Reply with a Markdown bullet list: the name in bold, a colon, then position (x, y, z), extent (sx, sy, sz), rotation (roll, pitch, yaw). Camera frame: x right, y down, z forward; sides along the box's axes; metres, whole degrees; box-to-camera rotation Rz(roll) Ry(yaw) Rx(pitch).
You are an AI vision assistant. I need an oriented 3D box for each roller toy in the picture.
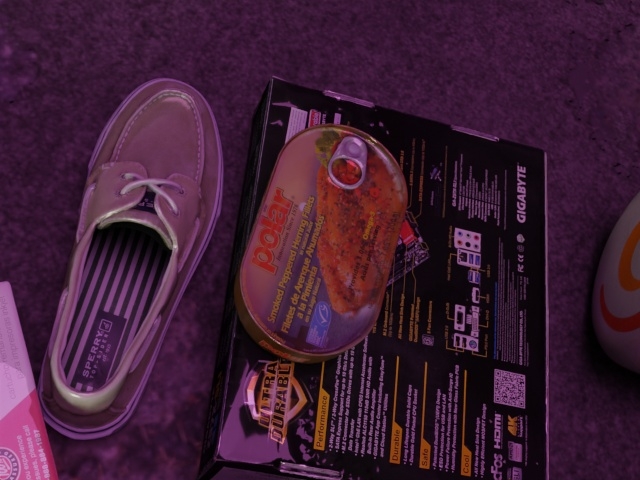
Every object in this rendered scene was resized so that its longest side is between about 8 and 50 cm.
- **roller toy**: position (0.338, 0.038, 0.799), extent (0.146, 0.209, 0.191), rotation (23, 100, -9)

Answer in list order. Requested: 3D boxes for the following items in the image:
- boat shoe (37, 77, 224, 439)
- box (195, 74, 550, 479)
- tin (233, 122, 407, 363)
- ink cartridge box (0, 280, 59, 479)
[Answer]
- **boat shoe**: position (-0.131, -0.002, 0.699), extent (0.109, 0.094, 0.302), rotation (15, 63, -13)
- **box**: position (0.054, 0.047, 0.755), extent (0.257, 0.079, 0.322), rotation (12, 64, -12)
- **tin**: position (0.000, 0.000, 0.693), extent (0.106, 0.040, 0.190), rotation (24, 61, -12)
- **ink cartridge box**: position (-0.287, 0.129, 0.586), extent (0.218, 0.092, 0.158), rotation (-13, 72, -22)
